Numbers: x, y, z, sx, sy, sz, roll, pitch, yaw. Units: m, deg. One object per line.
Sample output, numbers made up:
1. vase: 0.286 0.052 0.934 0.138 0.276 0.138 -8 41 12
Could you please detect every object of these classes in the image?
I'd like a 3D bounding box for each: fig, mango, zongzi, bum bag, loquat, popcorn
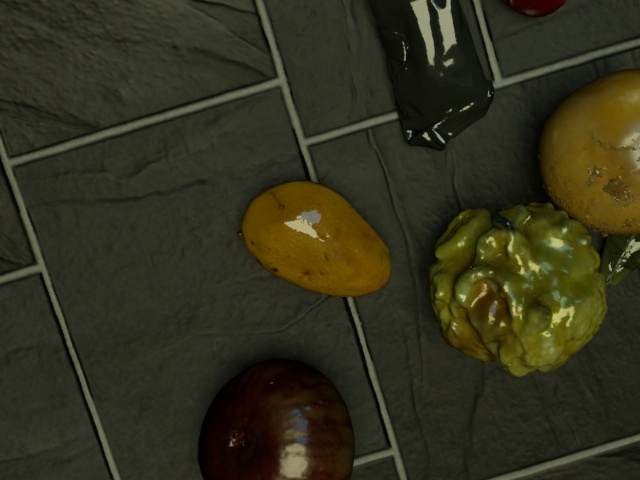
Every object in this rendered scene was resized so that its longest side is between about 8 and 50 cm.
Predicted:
1. fig: -0.058 0.288 1.481 0.235 0.214 0.234 6 106 23
2. mango: 0.000 0.000 1.478 0.227 0.109 0.147 24 95 -7
3. zongzi: 0.425 -0.002 1.531 0.104 0.052 0.113 -44 82 11
4. bum bag: 0.153 -0.287 1.458 0.142 0.079 0.326 -13 107 9
5. loquat: 0.411 -0.117 1.416 0.235 0.235 0.234 0 99 -2
6. popcorn: 0.271 0.059 1.433 0.249 0.225 0.249 0 57 0

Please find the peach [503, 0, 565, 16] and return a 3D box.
1. peach: 0.316 -0.392 1.441 0.172 0.092 0.127 -40 95 6
